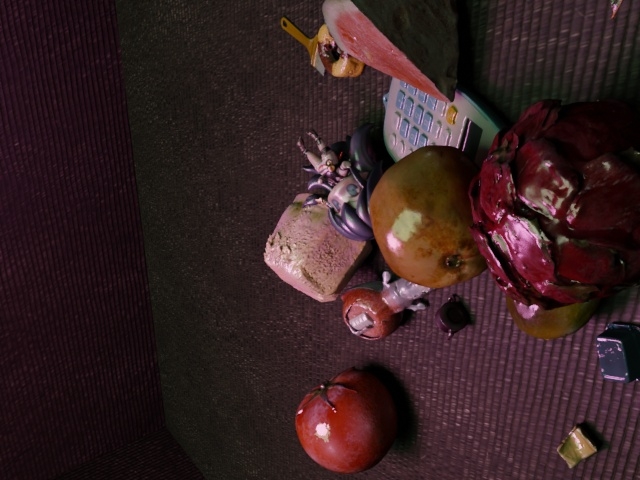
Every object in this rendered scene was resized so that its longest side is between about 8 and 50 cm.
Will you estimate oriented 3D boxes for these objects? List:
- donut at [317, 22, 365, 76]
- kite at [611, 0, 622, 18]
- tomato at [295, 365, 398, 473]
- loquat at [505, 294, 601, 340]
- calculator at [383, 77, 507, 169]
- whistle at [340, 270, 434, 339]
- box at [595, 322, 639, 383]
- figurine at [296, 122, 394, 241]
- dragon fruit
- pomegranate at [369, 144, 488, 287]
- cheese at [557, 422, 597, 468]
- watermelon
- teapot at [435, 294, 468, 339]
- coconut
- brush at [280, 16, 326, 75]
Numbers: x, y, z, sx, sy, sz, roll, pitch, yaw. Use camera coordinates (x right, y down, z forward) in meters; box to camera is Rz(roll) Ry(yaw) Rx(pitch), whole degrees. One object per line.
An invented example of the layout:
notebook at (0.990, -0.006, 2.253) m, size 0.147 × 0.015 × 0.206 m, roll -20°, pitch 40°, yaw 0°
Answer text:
donut at (0.044, -0.430, 1.727) m, size 0.140 × 0.059 × 0.140 m, roll 40°, pitch 139°, yaw 45°
kite at (0.434, -0.449, 1.137) m, size 0.189 × 0.009 × 0.232 m, roll -2°, pitch 104°, yaw 58°
tomato at (0.075, 0.465, 1.981) m, size 0.265 × 0.265 × 0.265 m, roll 34°, pitch 133°, yaw 45°
loquat at (0.407, 0.091, 1.351) m, size 0.152 × 0.152 × 0.195 m, roll 61°, pitch 156°, yaw 16°
calculator at (0.241, -0.199, 1.542) m, size 0.386 × 0.054 × 0.256 m, roll 45°, pitch 141°, yaw 38°
whistle at (0.159, 0.140, 1.796) m, size 0.346 × 0.133 × 0.142 m, roll -36°, pitch 80°, yaw 50°
box at (0.513, 0.195, 1.324) m, size 0.074 × 0.054 × 0.099 m, roll -1°, pitch 105°, yaw 56°
figurine at (0.072, -0.127, 1.713) m, size 0.175 × 0.197 × 0.265 m, roll 139°, pitch 117°, yaw -63°
dragon fruit at (0.375, -0.053, 1.165) m, size 0.329 × 0.329 × 0.329 m, roll 34°, pitch 133°, yaw 45°
pomegranate at (0.207, -0.050, 1.402) m, size 0.252 × 0.229 × 0.270 m, roll 53°, pitch -161°, yaw -33°
cheese at (0.490, 0.392, 1.482) m, size 0.060 × 0.041 × 0.084 m, roll 48°, pitch 128°, yaw 21°
watermelon at (0.117, -0.389, 1.419) m, size 0.283 × 0.250 × 0.293 m, roll 128°, pitch 135°, yaw -64°
teapot at (0.279, 0.165, 1.671) m, size 0.045 × 0.068 × 0.100 m, roll 127°, pitch 154°, yaw -57°
coconut at (0.000, 0.000, 1.871) m, size 0.233 × 0.245 × 0.233 m, roll 31°, pitch 170°, yaw 6°
brush at (-0.041, -0.484, 1.876) m, size 0.205 × 0.011 × 0.083 m, roll 48°, pitch 143°, yaw 34°
